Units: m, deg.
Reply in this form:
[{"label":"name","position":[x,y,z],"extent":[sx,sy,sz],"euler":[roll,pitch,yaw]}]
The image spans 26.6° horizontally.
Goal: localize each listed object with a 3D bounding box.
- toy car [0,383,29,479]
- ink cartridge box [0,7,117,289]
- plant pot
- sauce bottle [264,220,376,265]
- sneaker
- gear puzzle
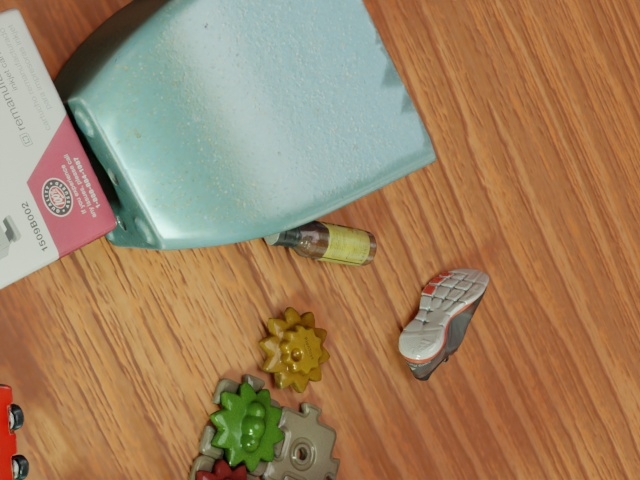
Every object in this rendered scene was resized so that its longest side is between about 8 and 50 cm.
[{"label":"toy car","position":[-0.287,0.261,1.092],"extent":[0.225,0.053,0.239],"euler":[-49,125,-31]},{"label":"ink cartridge box","position":[-0.333,-0.036,1.067],"extent":[0.283,0.117,0.207],"euler":[-32,104,-39]},{"label":"plant pot","position":[-0.100,-0.116,1.212],"extent":[0.252,0.247,0.247],"euler":[-33,105,-22]},{"label":"sauce bottle","position":[0.000,0.000,1.398],"extent":[0.128,0.042,0.042],"euler":[12,76,-41]},{"label":"sneaker","position":[0.136,0.093,1.504],"extent":[0.158,0.061,0.064],"euler":[-46,140,-34]},{"label":"gear puzzle","position":[-0.044,0.227,1.324],"extent":[0.175,0.044,0.338],"euler":[30,65,-33]}]
